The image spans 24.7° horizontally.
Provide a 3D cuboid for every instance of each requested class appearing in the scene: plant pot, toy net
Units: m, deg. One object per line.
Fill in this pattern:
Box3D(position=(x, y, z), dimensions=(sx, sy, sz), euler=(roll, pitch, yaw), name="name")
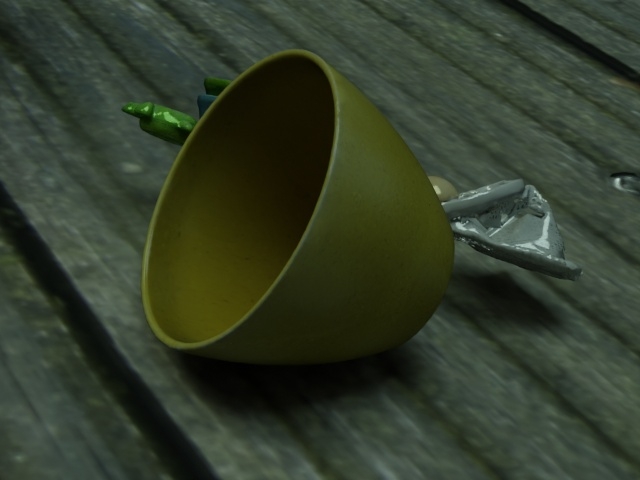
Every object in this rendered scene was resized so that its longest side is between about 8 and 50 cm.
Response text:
Box3D(position=(0.000, 0.000, 0.623), dimensions=(0.095, 0.134, 0.134), euler=(27, 17, -31), name="plant pot")
Box3D(position=(0.022, -0.037, 0.716), dimensions=(0.232, 0.045, 0.122), euler=(19, -4, 26), name="toy net")
